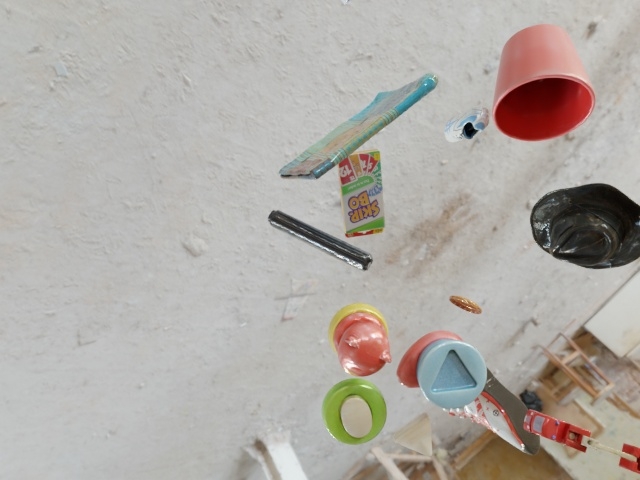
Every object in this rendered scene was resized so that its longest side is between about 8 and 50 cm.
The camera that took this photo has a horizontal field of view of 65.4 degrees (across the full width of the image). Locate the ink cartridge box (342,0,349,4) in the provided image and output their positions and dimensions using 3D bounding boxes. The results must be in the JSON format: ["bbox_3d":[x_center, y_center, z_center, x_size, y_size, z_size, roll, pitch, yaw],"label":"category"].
[{"bbox_3d":[0.035,-0.715,1.269,0.097,0.207,0.046,-44,-173,-26],"label":"ink cartridge box"}]

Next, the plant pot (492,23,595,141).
[{"bbox_3d":[0.631,-0.466,1.447,0.274,0.243,0.275,5,153,3],"label":"plant pot"}]

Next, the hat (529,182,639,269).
[{"bbox_3d":[0.760,-0.003,1.447,0.134,0.331,0.332,-47,150,-34],"label":"hat"}]

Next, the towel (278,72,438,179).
[{"bbox_3d":[0.079,-0.264,1.187,0.370,0.271,0.040,-39,107,-13],"label":"towel"}]

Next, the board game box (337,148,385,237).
[{"bbox_3d":[0.121,-0.132,1.467,0.124,0.039,0.260,-8,114,-3],"label":"board game box"}]

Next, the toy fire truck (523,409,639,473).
[{"bbox_3d":[0.520,0.395,0.984,0.191,0.135,0.047,22,79,-12],"label":"toy fire truck"}]

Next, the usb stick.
[{"bbox_3d":[0.000,0.000,1.217,0.045,0.277,0.077,-63,168,-7],"label":"usb stick"}]

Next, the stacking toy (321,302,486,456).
[{"bbox_3d":[0.149,0.289,0.943,0.308,0.130,0.280,15,94,-6],"label":"stacking toy"}]

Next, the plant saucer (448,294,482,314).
[{"bbox_3d":[0.352,0.154,1.210,0.013,0.083,0.083,-62,143,-12],"label":"plant saucer"}]

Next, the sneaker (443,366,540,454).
[{"bbox_3d":[0.391,0.406,1.195,0.145,0.270,0.090,-36,-172,46],"label":"sneaker"}]

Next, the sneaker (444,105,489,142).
[{"bbox_3d":[0.464,-0.359,1.617,0.085,0.237,0.086,21,80,-8],"label":"sneaker"}]
